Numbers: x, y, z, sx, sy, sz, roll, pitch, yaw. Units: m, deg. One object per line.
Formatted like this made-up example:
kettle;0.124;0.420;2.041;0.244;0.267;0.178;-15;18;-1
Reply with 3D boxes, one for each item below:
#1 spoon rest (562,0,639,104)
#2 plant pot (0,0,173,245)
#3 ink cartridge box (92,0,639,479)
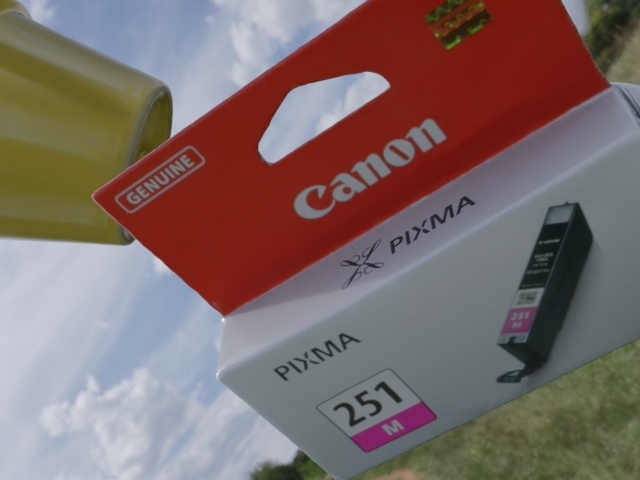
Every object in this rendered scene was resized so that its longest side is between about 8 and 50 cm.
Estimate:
spoon rest;0.240;-0.103;0.728;0.084;0.276;0.137;-20;52;34
plant pot;-0.280;-0.099;0.845;0.254;0.239;0.254;15;-90;-90
ink cartridge box;0.050;0.001;0.484;0.275;0.239;0.060;-31;33;20
